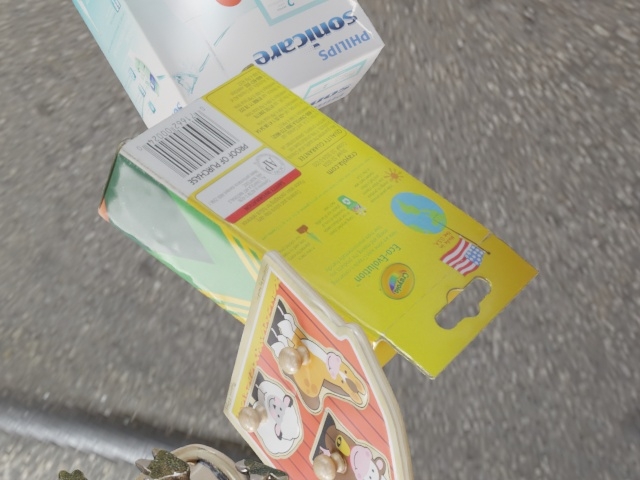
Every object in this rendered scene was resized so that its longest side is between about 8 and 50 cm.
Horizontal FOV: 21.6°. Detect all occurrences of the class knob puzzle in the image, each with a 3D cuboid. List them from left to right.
[{"bbox_3d":[-0.003,0.132,1.182,0.030,0.213,0.213,-20,104,-35],"label":"knob puzzle"}]

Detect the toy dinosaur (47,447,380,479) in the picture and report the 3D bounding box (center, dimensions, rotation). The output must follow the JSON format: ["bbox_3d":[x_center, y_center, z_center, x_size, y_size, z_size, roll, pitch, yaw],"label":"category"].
[{"bbox_3d":[-0.097,0.213,1.019,0.121,0.313,0.160,32,129,27],"label":"toy dinosaur"}]

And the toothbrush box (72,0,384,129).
[{"bbox_3d":[-0.113,-0.246,1.654,0.216,0.126,0.295,-27,81,-23],"label":"toothbrush box"}]

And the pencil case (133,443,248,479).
[{"bbox_3d":[-0.075,0.348,1.747,0.160,0.410,0.183,-20,61,11],"label":"pencil case"}]

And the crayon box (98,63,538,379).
[{"bbox_3d":[0.000,0.000,1.403,0.318,0.202,0.081,36,130,14],"label":"crayon box"}]
